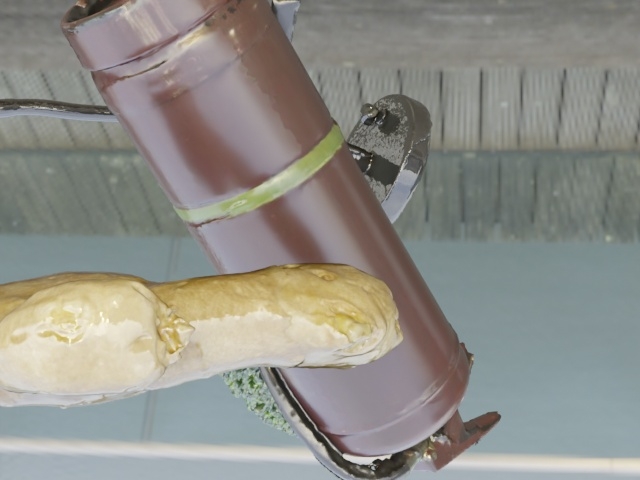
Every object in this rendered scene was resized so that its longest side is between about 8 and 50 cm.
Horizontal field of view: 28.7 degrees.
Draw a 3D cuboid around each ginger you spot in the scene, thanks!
[{"bbox_3d":[-0.067,0.038,0.542,0.214,0.059,0.133,-5,175,-34],"label":"ginger"}]

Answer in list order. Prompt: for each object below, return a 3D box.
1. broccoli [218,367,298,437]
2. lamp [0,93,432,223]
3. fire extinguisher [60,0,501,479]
[{"bbox_3d":[-0.007,0.087,1.143,0.198,0.226,0.176,-39,157,31],"label":"broccoli"},{"bbox_3d":[-0.096,-0.053,0.853,0.371,0.109,0.130,0,168,-31],"label":"lamp"},{"bbox_3d":[0.000,0.000,0.670,0.105,0.141,0.341,-1,128,50],"label":"fire extinguisher"}]
